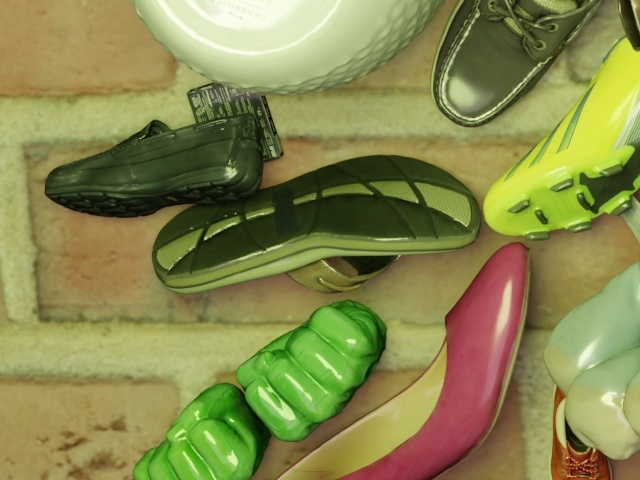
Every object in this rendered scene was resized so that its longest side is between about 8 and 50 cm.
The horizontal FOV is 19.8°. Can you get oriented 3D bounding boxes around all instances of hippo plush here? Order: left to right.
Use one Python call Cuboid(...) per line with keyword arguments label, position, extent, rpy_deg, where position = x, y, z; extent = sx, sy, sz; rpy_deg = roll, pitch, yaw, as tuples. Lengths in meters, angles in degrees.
Cuboid(label="hippo plush", position=(0.349, 0.107, 1.589), extent=(0.236, 0.294, 0.234), rpy_deg=(36, 121, -28))

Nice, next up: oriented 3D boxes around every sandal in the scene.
Cuboid(label="sandal", position=(-0.001, -0.001, 1.665), extent=(0.302, 0.120, 0.086), rpy_deg=(-10, 131, 14))

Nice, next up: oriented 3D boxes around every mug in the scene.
Cuboid(label="mug", position=(-0.068, -0.277, 1.471), extent=(0.374, 0.328, 0.276), rpy_deg=(33, 108, -1))

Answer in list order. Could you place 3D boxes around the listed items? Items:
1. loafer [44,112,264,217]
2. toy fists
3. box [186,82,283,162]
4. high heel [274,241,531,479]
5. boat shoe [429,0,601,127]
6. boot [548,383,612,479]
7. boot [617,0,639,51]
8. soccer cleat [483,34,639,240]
Cuboid(label="loafer", position=(-0.151, -0.069, 1.673), extent=(0.223, 0.076, 0.078), rpy_deg=(-8, 68, 27))
Cuboid(label="toy fists", position=(-0.057, 0.156, 1.687), extent=(0.279, 0.142, 0.096), rpy_deg=(-38, 96, 16))
Cuboid(label="box", position=(-0.078, -0.107, 1.682), extent=(0.067, 0.018, 0.083), rpy_deg=(-16, 102, 13))
Cuboid(label="high heel", position=(0.062, 0.151, 1.673), extent=(0.181, 0.127, 0.377), rpy_deg=(20, 108, -1))
Cuboid(label="boat shoe", position=(0.188, -0.215, 1.569), extent=(0.103, 0.092, 0.285), rpy_deg=(39, 107, -1))
Cuboid(label="boot", position=(0.236, 0.200, 1.682), extent=(0.059, 0.084, 0.158), rpy_deg=(-5, 106, 9))
Cuboid(label="boot", position=(0.334, -0.281, 1.485), extent=(0.206, 0.090, 0.248), rpy_deg=(-7, 90, -10))
Cuboid(label="soccer cleat", position=(0.258, -0.108, 1.593), extent=(0.289, 0.093, 0.121), rpy_deg=(-36, 52, 14))
